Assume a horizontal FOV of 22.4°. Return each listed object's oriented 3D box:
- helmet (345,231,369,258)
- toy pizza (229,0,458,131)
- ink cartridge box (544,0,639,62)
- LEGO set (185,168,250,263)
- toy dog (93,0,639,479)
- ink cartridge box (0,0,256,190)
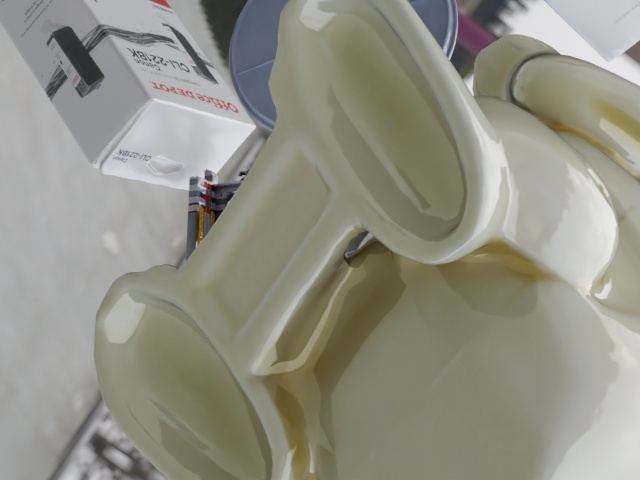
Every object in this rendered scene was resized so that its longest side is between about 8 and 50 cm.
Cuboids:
[{"bbox_3d":[0.095,0.032,1.309,0.161,0.169,0.169,-46,-171,12],"label":"helmet"},{"bbox_3d":[0.020,-0.167,1.362,0.201,0.201,0.032,-56,150,-12],"label":"toy pizza"},{"bbox_3d":[0.240,-0.344,1.659,0.117,0.278,0.201,-39,-153,25],"label":"ink cartridge box"},{"bbox_3d":[0.000,0.000,1.842,0.331,0.255,0.192,-10,-108,37],"label":"LEGO set"},{"bbox_3d":[0.158,0.048,0.889,0.408,0.395,0.284,-1,124,-48],"label":"toy dog"},{"bbox_3d":[-0.229,-0.200,1.877,0.114,0.273,0.197,-46,152,21],"label":"ink cartridge box"}]
